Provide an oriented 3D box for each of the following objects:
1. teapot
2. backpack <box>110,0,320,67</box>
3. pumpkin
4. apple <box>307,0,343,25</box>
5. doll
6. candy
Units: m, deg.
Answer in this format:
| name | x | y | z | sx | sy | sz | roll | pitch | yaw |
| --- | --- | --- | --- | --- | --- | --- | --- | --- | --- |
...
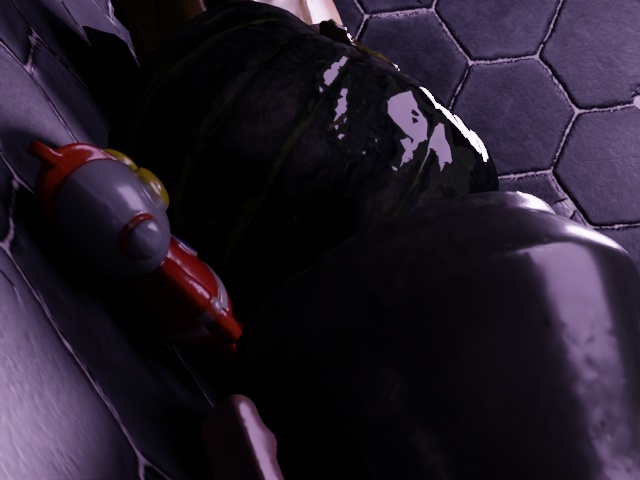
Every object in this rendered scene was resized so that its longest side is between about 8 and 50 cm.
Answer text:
| name | x | y | z | sx | sy | sz | roll | pitch | yaw |
| --- | --- | --- | --- | --- | --- | --- | --- | --- | --- |
| teapot | 0.096 | 0.180 | 1.100 | 0.376 | 0.305 | 0.362 | 2 | 54 | -47 |
| backpack | -0.076 | -0.174 | 1.775 | 0.378 | 0.201 | 0.354 | -48 | 122 | -83 |
| pumpkin | -0.013 | -0.041 | 1.382 | 0.323 | 0.241 | 0.323 | 37 | -2 | 2 |
| apple | -0.079 | -0.177 | 2.134 | 0.252 | 0.314 | 0.309 | 8 | 13 | -13 |
| doll | -0.125 | 0.004 | 1.175 | 0.142 | 0.076 | 0.245 | 30 | -17 | 43 |
| candy | -0.205 | -0.170 | 1.752 | 0.136 | 0.038 | 0.088 | 12 | 55 | -79 |
